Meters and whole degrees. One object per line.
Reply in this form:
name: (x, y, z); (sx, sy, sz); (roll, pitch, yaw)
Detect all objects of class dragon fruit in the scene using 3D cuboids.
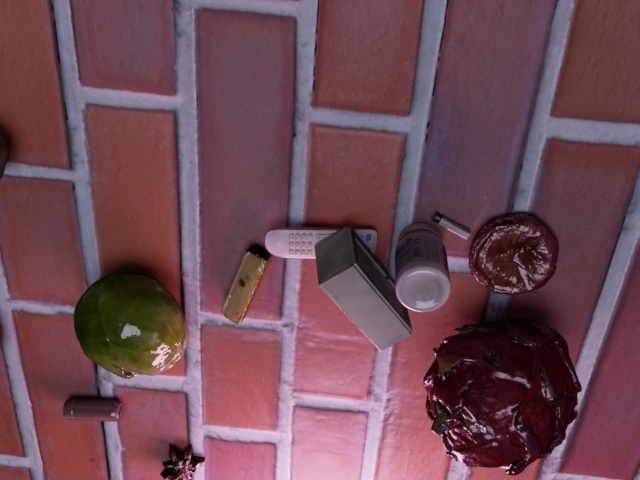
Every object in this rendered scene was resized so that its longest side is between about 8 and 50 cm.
dragon fruit: (0.370, 0.309, 1.429); (0.329, 0.329, 0.329); (2, 120, 4)

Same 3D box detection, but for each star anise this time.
star anise: (-0.377, 0.605, 1.797); (0.097, 0.070, 0.190); (29, 107, -23)

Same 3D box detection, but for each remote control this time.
remote control: (0.000, 0.000, 1.435); (0.229, 0.044, 0.073); (-1, 123, -3)

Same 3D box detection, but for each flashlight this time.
flashlight: (0.262, -0.030, 1.403); (0.083, 0.018, 0.018); (27, 119, -10)

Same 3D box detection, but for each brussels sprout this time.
brussels sprout: (-0.401, 0.182, 1.490); (0.244, 0.244, 0.244); (2, 120, 4)

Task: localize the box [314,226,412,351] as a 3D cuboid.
box: (0.089, 0.099, 1.406); (0.086, 0.129, 0.225); (-30, 123, 17)

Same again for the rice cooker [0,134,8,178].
rice cooker: (-0.706, -0.182, 1.342); (0.206, 0.145, 0.127); (32, 106, -9)

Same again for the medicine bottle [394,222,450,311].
medicine bottle: (0.196, 0.047, 1.357); (0.103, 0.186, 0.102); (2, 121, 4)

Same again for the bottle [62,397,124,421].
bottle: (-0.559, 0.417, 1.721); (0.140, 0.053, 0.053); (1, 120, 4)

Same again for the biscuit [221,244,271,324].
biscuit: (-0.161, 0.095, 1.499); (0.056, 0.052, 0.188); (27, 118, 4)

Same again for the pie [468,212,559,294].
pie: (0.388, 0.031, 1.408); (0.183, 0.049, 0.182); (2, 115, 5)
